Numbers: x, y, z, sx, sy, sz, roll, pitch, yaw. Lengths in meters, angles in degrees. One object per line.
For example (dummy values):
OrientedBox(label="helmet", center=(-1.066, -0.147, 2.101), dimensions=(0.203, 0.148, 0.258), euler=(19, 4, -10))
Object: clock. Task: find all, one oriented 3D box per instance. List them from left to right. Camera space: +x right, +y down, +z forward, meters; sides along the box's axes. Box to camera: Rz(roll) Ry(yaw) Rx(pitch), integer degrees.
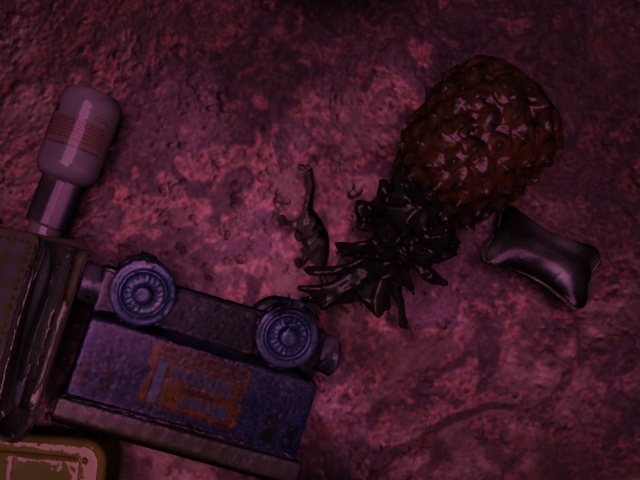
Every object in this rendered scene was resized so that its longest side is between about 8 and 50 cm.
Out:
OrientedBox(label="clock", center=(-0.329, 0.273, 1.058), dimensions=(0.202, 0.096, 0.143), euler=(5, 86, -1))

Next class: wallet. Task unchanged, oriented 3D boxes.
OrientedBox(label="wallet", center=(-0.406, 0.075, 1.026), dimensions=(0.310, 0.077, 0.223), euler=(9, 82, 29))

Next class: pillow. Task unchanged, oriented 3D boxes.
OrientedBox(label="pillow", center=(0.258, 0.017, 1.128), dimensions=(0.136, 0.055, 0.091), euler=(31, 82, 0))

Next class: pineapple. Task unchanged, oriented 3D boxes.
OrientedBox(label="pineapple", center=(0.114, -0.040, 1.082), dimensions=(0.169, 0.169, 0.340), euler=(42, 85, 2))

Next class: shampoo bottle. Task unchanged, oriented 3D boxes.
OrientedBox(label="shampoo bottle", center=(-0.288, -0.079, 1.108), dimensions=(0.074, 0.074, 0.192), euler=(18, 85, 0))

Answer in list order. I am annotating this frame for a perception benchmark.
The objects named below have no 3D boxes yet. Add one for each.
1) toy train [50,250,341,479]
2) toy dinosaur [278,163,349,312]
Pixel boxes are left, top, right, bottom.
OrientedBox(label="toy train", center=(-0.134, 0.135, 1.050), dimensions=(0.300, 0.131, 0.202), euler=(18, 87, -12))
OrientedBox(label="toy dinosaur", center=(-0.013, 0.003, 1.124), dimensions=(0.058, 0.037, 0.180), euler=(-17, 104, -24))
